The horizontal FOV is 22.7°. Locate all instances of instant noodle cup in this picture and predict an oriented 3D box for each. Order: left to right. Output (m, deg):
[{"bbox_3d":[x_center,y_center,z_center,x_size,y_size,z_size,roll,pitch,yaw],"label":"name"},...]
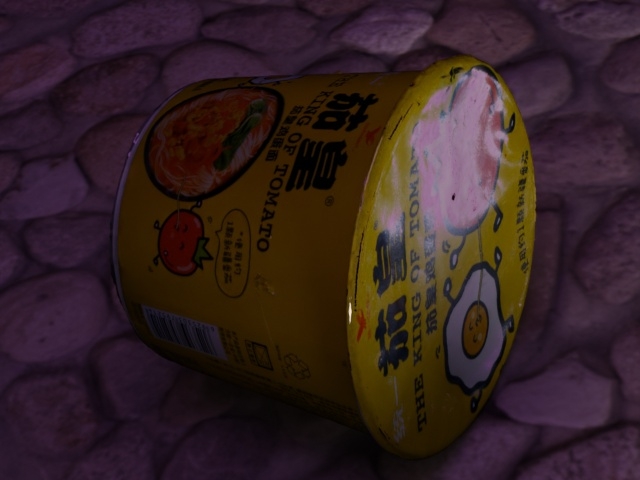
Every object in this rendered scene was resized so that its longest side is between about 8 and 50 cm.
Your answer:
[{"bbox_3d":[0.000,0.000,1.316,0.254,0.325,0.325,8,50,31],"label":"instant noodle cup"}]
